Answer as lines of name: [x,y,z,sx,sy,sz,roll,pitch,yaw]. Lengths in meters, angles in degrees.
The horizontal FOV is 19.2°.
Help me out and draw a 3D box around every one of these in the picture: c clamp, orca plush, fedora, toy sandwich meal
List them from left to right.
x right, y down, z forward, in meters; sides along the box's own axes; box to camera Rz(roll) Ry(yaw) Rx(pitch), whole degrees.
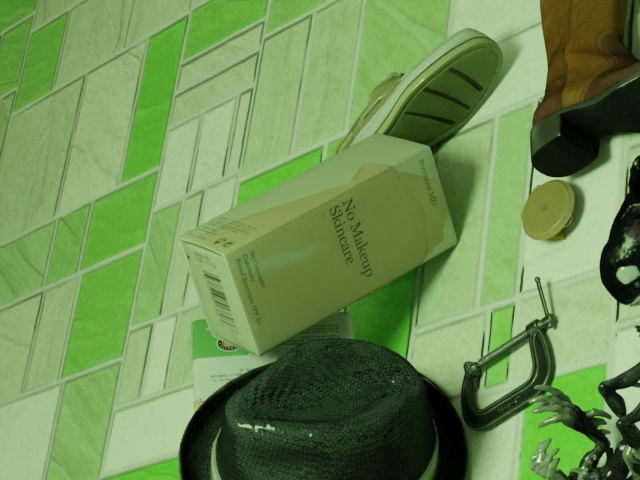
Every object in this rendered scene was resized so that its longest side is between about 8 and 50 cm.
fedora: [0.004,0.208,2.129,0.152,0.334,0.334,92,172,-47]
c clamp: [0.215,0.140,2.170,0.160,0.022,0.137,-41,44,29]
toy sandwich meal: [0.269,-0.033,2.207,0.085,0.029,0.086,-28,48,36]
orca plush: [0.380,-0.059,1.997,0.287,0.102,0.151,-43,38,29]

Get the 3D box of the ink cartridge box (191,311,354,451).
ink cartridge box: [-0.051,0.233,2.292,0.117,0.201,0.278,90,176,-51]

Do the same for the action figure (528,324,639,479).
action figure: [0.273,0.210,1.919,0.276,0.141,0.164,-59,15,19]

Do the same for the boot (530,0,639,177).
boot: [0.355,-0.235,2.203,0.264,0.096,0.280,-38,33,46]

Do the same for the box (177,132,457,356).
box: [0.000,0.000,2.301,0.311,0.148,0.121,-30,25,-24]

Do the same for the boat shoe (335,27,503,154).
boat shoe: [0.111,-0.170,2.443,0.302,0.113,0.103,-48,41,25]
